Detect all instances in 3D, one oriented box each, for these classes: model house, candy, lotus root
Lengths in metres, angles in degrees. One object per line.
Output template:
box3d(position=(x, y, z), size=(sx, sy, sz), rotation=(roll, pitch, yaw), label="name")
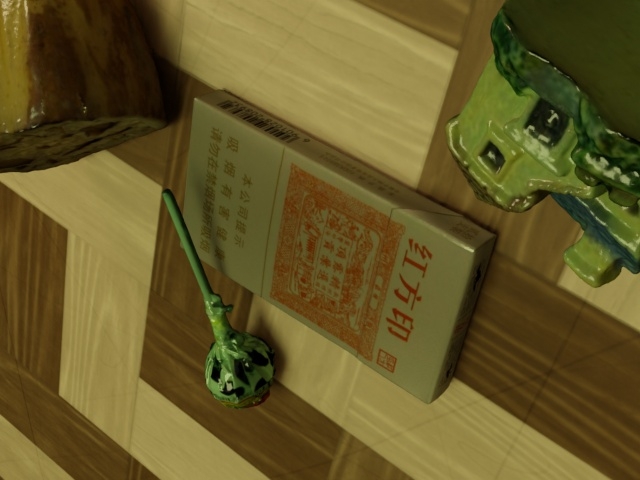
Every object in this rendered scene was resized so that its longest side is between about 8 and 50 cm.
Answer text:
box3d(position=(0.210, -0.063, 0.721), size=(0.214, 0.195, 0.189), rotation=(45, 141, 17), label="model house")
box3d(position=(-0.123, 0.069, 1.101), size=(0.083, 0.091, 0.305), rotation=(1, 123, 30), label="candy")
box3d(position=(-0.349, -0.196, 1.060), size=(0.316, 0.316, 0.249), rotation=(-3, 101, 41), label="lotus root")

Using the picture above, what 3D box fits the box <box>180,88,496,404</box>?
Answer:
box3d(position=(0.000, 0.001, 1.017), size=(0.365, 0.051, 0.204), rotation=(30, 128, 26), label="box")
